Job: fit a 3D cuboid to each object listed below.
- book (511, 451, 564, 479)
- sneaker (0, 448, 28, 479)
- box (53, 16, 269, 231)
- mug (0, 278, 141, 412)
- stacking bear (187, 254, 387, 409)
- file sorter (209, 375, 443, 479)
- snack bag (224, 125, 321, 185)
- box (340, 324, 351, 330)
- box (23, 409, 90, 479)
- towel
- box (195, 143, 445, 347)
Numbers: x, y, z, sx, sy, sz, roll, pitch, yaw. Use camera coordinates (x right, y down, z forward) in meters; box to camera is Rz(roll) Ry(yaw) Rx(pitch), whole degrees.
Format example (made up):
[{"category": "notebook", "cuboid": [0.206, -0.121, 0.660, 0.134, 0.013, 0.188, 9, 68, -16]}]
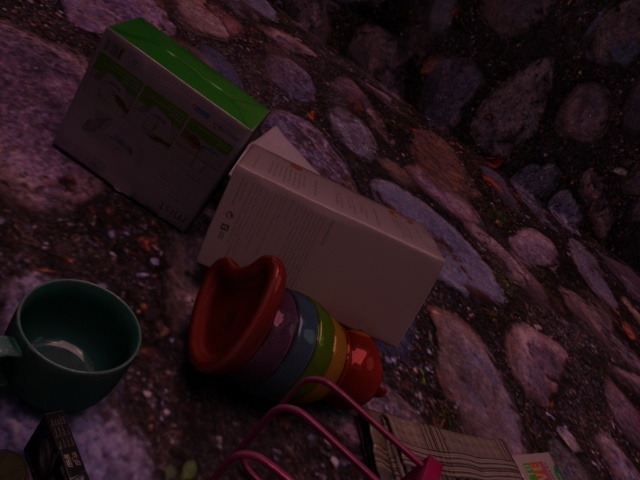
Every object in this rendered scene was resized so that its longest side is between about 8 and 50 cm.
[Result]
[{"category": "book", "cuboid": [0.386, 0.429, 1.056, 0.144, 0.035, 0.096, 14, 39, -42]}, {"category": "sneaker", "cuboid": [-0.303, 0.225, 0.477, 0.064, 0.086, 0.192, 40, 28, 3]}, {"category": "box", "cuboid": [-0.261, -0.186, 0.983, 0.262, 0.231, 0.126, 34, 28, -7]}, {"category": "mug", "cuboid": [-0.288, 0.116, 0.646, 0.158, 0.097, 0.129, 22, 33, -27]}, {"category": "stacking bear", "cuboid": [-0.025, 0.155, 0.845, 0.289, 0.175, 0.164, 32, 68, -34]}, {"category": "file sorter", "cuboid": [-0.044, 0.295, 0.561, 0.182, 0.202, 0.291, 40, 28, 6]}, {"category": "snack bag", "cuboid": [-0.040, -0.088, 1.255, 0.323, 0.037, 0.342, 46, 28, -6]}, {"category": "box", "cuboid": [0.041, 0.135, 1.072, 0.114, 0.036, 0.207, 49, 30, 20]}, {"category": "box", "cuboid": [-0.253, 0.217, 0.571, 0.018, 0.067, 0.083, 0, 47, -49]}, {"category": "towel", "cuboid": [0.215, 0.395, 0.861, 0.324, 0.056, 0.312, 20, 33, -26]}, {"category": "box", "cuboid": [0.000, 0.000, 0.990, 0.346, 0.168, 0.215, 24, 16, -7]}]
